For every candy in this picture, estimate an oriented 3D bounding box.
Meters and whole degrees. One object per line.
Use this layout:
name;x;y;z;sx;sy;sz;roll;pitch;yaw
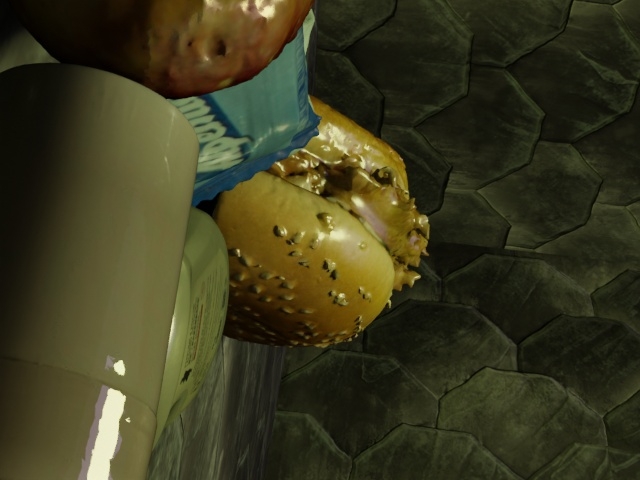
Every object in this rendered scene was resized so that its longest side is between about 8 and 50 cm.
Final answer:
candy;-0.072;-0.118;0.678;0.077;0.187;0.331;57;-13;24

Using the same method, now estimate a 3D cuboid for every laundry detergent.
laundry detergent;-0.124;0.066;0.625;0.253;0.091;0.181;-64;166;-84

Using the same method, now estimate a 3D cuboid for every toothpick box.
toothpick box;-0.118;0.028;0.408;0.111;0.111;0.181;92;3;-63

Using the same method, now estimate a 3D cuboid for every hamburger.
hamburger;0.000;0.000;1.246;0.445;0.286;0.268;87;11;-64

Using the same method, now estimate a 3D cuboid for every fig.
fig;-0.092;-0.193;0.425;0.159;0.159;0.257;-80;155;-59

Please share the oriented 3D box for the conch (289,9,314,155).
conch;-0.067;-0.187;0.954;0.185;0.120;0.221;85;4;-59
